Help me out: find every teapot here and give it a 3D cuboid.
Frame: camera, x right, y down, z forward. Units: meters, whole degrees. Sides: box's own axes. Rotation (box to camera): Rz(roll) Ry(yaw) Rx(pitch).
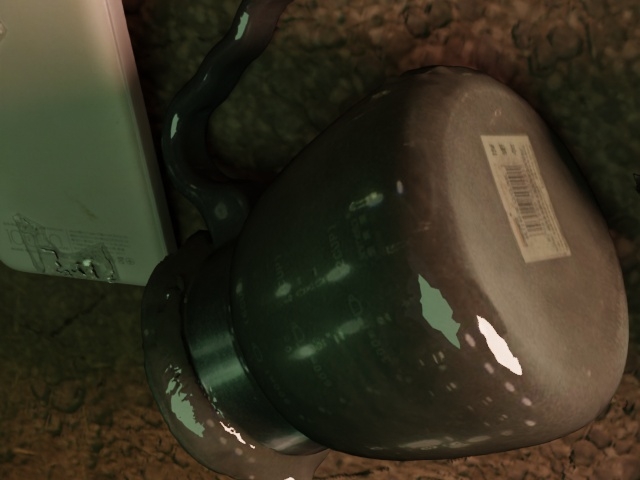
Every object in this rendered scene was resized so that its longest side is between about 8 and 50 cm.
[{"bbox_3d":[-0.005,0.015,0.798,0.285,0.223,0.305,-28,107,35],"label":"teapot"}]

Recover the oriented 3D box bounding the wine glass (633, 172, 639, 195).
[{"bbox_3d":[0.295,0.082,0.699,0.309,0.264,0.096,40,129,-4],"label":"wine glass"}]

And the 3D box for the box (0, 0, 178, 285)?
[{"bbox_3d":[-0.183,-0.084,0.864,0.142,0.044,0.285,7,132,16],"label":"box"}]
